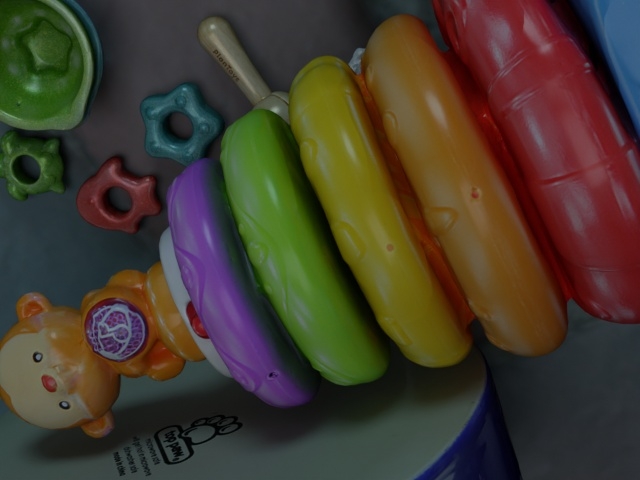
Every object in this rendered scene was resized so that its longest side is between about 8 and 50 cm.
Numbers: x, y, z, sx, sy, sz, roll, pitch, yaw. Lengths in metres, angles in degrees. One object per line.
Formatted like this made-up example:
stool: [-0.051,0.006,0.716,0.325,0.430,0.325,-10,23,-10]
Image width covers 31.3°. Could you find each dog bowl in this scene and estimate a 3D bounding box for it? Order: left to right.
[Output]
dog bowl: [-0.044,0.127,0.483,0.265,0.265,0.104,-11,106,16]

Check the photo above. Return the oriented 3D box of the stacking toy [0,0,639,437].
stacking toy: [0.000,0.000,0.451,0.302,0.166,0.175,-24,104,8]

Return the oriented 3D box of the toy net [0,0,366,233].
toy net: [-0.057,-0.046,0.540,0.232,0.045,0.122,13,112,7]
